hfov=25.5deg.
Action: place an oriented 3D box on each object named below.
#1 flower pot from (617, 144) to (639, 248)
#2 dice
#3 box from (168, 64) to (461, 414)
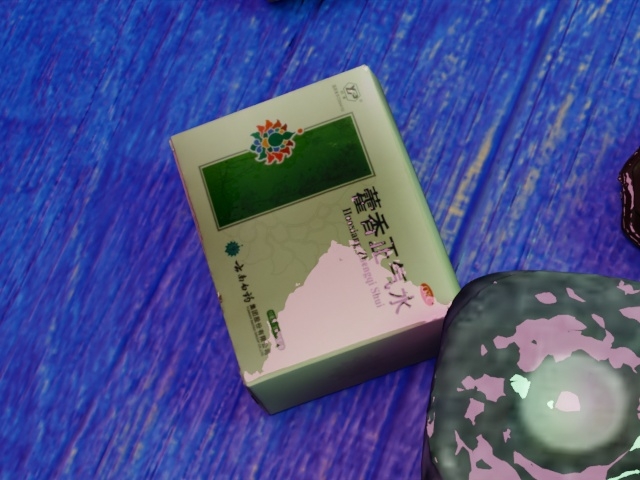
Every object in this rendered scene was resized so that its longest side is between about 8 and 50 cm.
[{"bbox_3d":[0.321,-0.014,0.971,0.251,0.084,0.179,46,108,22],"label":"flower pot"},{"bbox_3d":[0.166,0.130,0.927,0.181,0.183,0.182,7,70,15],"label":"dice"},{"bbox_3d":[0.000,0.000,1.059,0.168,0.095,0.212,-19,67,0],"label":"box"}]
